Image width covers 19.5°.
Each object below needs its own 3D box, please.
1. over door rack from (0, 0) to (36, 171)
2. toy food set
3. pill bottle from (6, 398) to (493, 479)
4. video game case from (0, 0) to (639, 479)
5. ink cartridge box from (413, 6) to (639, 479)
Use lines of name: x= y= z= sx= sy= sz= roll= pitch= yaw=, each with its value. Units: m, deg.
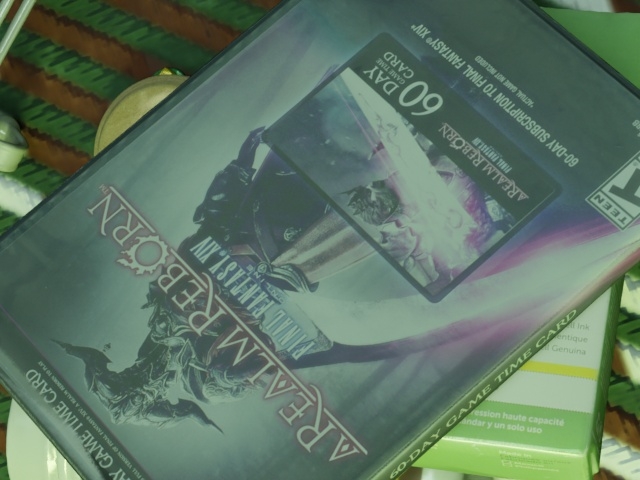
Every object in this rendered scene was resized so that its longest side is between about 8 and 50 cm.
over door rack: x=-0.285 y=-0.126 z=0.911 sx=0.324 sy=0.108 sz=0.239 roll=30 pitch=102 yaw=-10
toy food set: x=-0.071 y=-0.042 z=0.919 sx=0.083 sy=0.020 sz=0.082 roll=42 pitch=103 yaw=9
pill bottle: x=-0.031 y=0.097 z=0.868 sx=0.215 sy=0.117 sz=0.117 roll=8 pitch=96 yaw=15
video game case: x=0.000 y=0.000 z=0.771 sx=0.274 sy=0.026 sz=0.196 roll=-40 pitch=63 yaw=-10
ink cartridge box: x=0.051 y=-0.018 z=0.814 sx=0.171 sy=0.056 sz=0.235 roll=6 pitch=67 yaw=14
